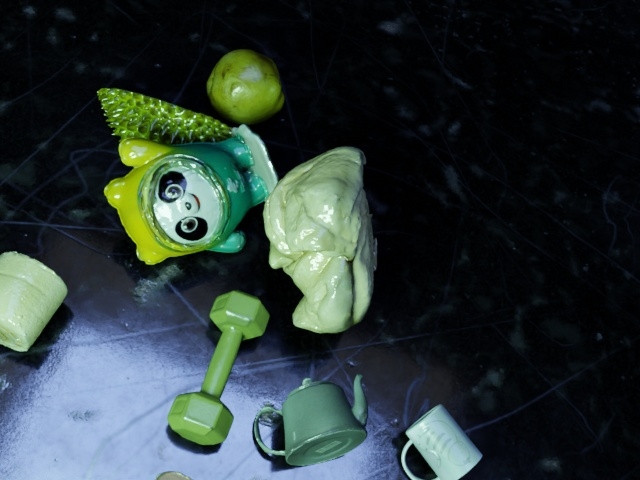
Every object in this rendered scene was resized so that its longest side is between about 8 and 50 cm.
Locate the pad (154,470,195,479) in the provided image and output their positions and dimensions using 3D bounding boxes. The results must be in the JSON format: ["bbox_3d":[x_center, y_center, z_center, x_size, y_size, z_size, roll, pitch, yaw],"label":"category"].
[{"bbox_3d":[-0.219,0.585,1.041,0.287,0.018,0.284,27,56,-2],"label":"pad"}]

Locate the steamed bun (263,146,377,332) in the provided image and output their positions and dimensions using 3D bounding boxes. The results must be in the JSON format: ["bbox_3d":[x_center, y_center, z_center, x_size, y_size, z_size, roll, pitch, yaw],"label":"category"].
[{"bbox_3d":[0.000,-0.005,1.276,0.231,0.372,0.325,-3,19,8],"label":"steamed bun"}]

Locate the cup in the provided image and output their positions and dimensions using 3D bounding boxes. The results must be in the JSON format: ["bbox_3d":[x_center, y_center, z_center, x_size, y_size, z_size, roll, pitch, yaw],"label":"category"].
[{"bbox_3d":[0.238,0.425,1.220,0.136,0.099,0.133,-29,73,-30],"label":"cup"}]

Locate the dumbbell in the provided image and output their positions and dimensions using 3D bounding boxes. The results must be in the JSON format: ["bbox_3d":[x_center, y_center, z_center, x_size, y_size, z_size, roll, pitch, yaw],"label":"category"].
[{"bbox_3d":[-0.196,0.245,1.191,0.108,0.121,0.301,38,51,-29],"label":"dumbbell"}]

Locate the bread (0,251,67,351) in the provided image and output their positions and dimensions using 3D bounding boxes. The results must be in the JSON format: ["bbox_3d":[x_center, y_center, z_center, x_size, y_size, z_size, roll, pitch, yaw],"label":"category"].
[{"bbox_3d":[-0.582,0.114,1.138,0.148,0.134,0.141,17,56,9],"label":"bread"}]

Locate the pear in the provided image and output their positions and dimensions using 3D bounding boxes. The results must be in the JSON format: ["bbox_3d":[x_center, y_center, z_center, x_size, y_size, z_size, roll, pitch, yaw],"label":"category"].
[{"bbox_3d":[-0.191,-0.388,1.524,0.200,0.200,0.199,7,59,-12],"label":"pear"}]

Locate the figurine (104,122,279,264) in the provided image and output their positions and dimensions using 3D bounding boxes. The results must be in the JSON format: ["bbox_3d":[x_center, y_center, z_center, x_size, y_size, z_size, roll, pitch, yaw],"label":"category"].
[{"bbox_3d":[-0.278,-0.101,1.311,0.340,0.231,0.323,-29,108,-25],"label":"figurine"}]

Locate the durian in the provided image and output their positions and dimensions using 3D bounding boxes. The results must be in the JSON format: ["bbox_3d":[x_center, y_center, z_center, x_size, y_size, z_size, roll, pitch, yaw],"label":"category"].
[{"bbox_3d":[-0.367,-0.292,1.432,0.356,0.157,0.169,18,40,-6],"label":"durian"}]

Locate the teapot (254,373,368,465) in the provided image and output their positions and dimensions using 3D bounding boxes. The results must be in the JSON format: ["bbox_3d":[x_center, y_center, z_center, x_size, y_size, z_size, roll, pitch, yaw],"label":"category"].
[{"bbox_3d":[-0.017,0.341,1.175,0.239,0.162,0.149,-23,57,5],"label":"teapot"}]
